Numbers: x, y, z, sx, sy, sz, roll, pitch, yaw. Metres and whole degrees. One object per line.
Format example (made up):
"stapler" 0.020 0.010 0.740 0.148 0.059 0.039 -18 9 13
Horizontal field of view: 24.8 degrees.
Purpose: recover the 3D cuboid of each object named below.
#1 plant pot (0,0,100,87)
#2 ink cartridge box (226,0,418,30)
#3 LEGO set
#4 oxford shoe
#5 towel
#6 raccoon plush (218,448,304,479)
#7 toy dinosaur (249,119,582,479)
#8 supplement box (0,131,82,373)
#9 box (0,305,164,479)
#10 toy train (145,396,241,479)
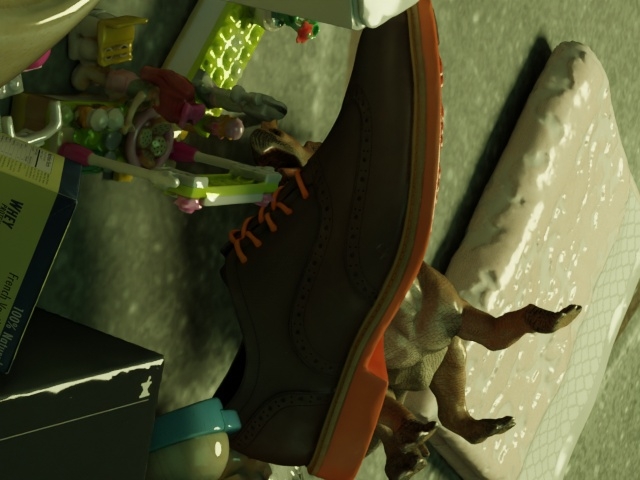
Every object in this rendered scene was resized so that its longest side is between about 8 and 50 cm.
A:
"plant pot" -0.161 -0.142 0.457 0.284 0.191 0.284 -30 128 -48
"ink cartridge box" -0.026 -0.167 0.658 0.139 0.191 0.082 -38 133 -45
"LEGO set" -0.052 -0.087 0.734 0.287 0.107 0.132 -37 133 -45
"oxford shoe" 0.000 0.000 0.756 0.097 0.098 0.271 -95 -163 -72
"towel" 0.190 0.050 1.236 0.332 0.053 0.317 -64 147 -17
"raccoon plush" 0.060 0.269 1.000 0.299 0.216 0.446 -39 134 -55
"toy dinosaur" 0.038 0.038 0.933 0.127 0.200 0.295 -29 156 -20
"supplement box" -0.152 -0.003 0.604 0.056 0.083 0.083 -109 -138 -70
"box" -0.195 0.138 0.613 0.261 0.103 0.184 -8 114 -56
"toy train" -0.092 0.182 0.801 0.105 0.248 0.143 -11 76 -30
